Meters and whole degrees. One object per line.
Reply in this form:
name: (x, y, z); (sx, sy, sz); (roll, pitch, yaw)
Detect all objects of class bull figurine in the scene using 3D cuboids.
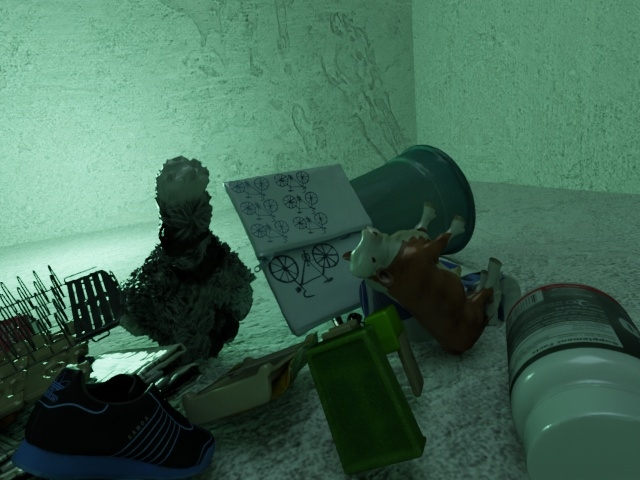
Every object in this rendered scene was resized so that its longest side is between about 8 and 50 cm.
bull figurine: (0.181, 0.056, 0.674); (0.188, 0.310, 0.101); (-48, 22, -9)

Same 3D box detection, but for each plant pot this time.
plant pot: (0.182, -0.061, 1.137); (0.334, 0.340, 0.341); (-21, 20, -23)

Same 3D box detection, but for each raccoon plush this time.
raccoon plush: (-0.297, 0.025, 0.774); (0.299, 0.445, 0.216); (20, 27, 25)

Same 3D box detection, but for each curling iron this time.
curling iron: (0.037, 0.151, 0.903); (0.068, 0.035, 0.274); (-6, 15, -17)

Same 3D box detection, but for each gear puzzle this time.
gear puzzle: (-0.480, 0.229, 0.542); (0.339, 0.044, 0.175); (-24, 31, -23)

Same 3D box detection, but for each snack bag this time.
snack bag: (0.000, 0.000, 0.850); (0.323, 0.342, 0.037); (-15, -17, -37)

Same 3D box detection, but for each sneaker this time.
sneaker: (-0.189, 0.197, 0.439); (0.082, 0.090, 0.232); (9, -20, 32)
sneaker: (0.222, 0.111, 0.844); (0.316, 0.127, 0.182); (-2, 10, -14)

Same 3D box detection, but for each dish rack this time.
dish rack: (-0.439, 0.114, 0.595); (0.272, 0.074, 0.208); (-24, 37, -25)

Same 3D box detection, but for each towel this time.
towel: (-0.370, 0.238, 0.568); (0.324, 0.056, 0.312); (-11, 10, 39)

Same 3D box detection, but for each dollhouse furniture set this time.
dollhouse furniture set: (-0.015, 0.225, 0.586); (0.302, 0.151, 0.198); (-24, -7, 18)

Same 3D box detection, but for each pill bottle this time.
pill bottle: (0.309, 0.170, 0.476); (0.162, 0.161, 0.283); (0, 17, 23)

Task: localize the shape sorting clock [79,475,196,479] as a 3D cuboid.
shape sorting clock: (-0.237, 0.301, 0.431); (0.207, 0.040, 0.206); (-5, 15, 1)

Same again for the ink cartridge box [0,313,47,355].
ink cartridge box: (-0.609, 0.213, 0.688); (0.237, 0.100, 0.172); (-14, -9, -28)
